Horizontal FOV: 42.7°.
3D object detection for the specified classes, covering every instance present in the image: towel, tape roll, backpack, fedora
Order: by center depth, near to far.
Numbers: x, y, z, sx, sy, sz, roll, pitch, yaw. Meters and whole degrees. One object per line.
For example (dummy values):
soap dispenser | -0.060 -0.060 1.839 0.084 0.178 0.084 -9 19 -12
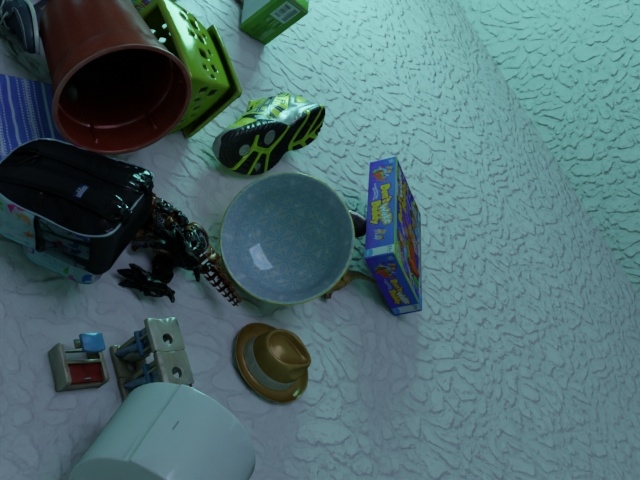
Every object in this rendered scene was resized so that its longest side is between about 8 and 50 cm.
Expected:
tape roll | -0.245 0.368 1.284 0.246 0.246 0.169 46 36 -10
backpack | -0.445 -0.061 1.442 0.254 0.191 0.225 24 41 -1
towel | -0.616 -0.229 1.538 0.336 0.040 0.243 5 56 -45
fedora | -0.084 0.242 1.700 0.194 0.079 0.194 29 43 -31

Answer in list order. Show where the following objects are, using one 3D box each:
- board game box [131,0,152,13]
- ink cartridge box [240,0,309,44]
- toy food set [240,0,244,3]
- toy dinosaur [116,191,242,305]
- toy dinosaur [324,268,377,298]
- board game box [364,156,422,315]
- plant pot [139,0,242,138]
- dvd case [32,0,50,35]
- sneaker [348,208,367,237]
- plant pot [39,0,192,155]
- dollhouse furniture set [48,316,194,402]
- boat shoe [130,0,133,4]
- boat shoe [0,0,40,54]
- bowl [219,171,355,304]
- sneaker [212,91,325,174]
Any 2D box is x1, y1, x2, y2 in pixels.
board game box | -0.476 -0.642 1.937 0.275 0.144 0.142 43 38 -12
ink cartridge box | -0.122 -0.713 2.310 0.097 0.189 0.255 28 53 -36
toy food set | -0.224 -0.712 2.373 0.083 0.020 0.082 8 55 -43
toy dinosaur | -0.281 0.006 1.632 0.322 0.164 0.218 25 24 -3
toy dinosaur | 0.058 0.088 2.014 0.211 0.064 0.112 -20 100 -47
board game box | 0.194 -0.014 2.131 0.233 0.078 0.347 60 25 -42
plant pot | -0.318 -0.369 1.830 0.207 0.227 0.228 5 57 -52
dvd case | -0.549 -0.488 1.838 0.164 0.018 0.221 43 37 -13
sneaker | 0.000 0.000 1.989 0.281 0.106 0.162 12 60 -32
plant pot | -0.432 -0.358 1.639 0.272 0.272 0.265 8 41 -44
dollhouse furniture set | -0.339 0.219 1.398 0.184 0.129 0.129 4 59 -47
boat shoe | -0.547 -0.586 1.828 0.341 0.121 0.110 46 5 5
boat shoe | -0.629 -0.469 1.662 0.079 0.095 0.254 -11 60 -30
bowl | -0.072 0.003 1.814 0.289 0.289 0.156 57 -4 5
sneaker | -0.148 -0.273 2.036 0.147 0.145 0.385 31 33 22
